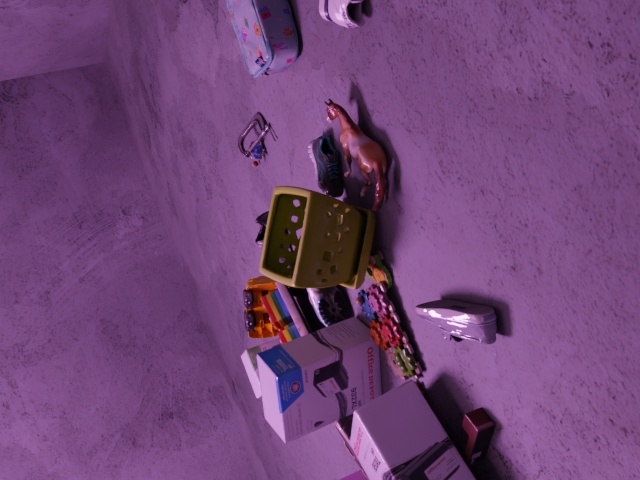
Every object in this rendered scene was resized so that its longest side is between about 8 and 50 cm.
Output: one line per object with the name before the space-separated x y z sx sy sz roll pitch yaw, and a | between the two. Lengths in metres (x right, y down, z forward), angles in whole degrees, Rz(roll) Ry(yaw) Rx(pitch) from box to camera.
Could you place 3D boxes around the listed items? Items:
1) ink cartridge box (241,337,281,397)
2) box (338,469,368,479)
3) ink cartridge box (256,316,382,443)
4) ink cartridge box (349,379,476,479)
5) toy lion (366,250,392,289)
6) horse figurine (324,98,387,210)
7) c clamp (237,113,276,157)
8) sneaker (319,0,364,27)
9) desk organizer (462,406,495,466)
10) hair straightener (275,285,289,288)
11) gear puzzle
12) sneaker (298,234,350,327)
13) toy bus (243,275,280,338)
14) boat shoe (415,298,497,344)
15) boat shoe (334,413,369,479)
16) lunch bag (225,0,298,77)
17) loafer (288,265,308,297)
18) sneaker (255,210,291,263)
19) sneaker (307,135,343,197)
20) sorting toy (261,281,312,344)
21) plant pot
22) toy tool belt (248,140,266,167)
ink cartridge box | -0.132 0.406 2.402 0.154 0.213 0.093 66 153 17
box | 0.049 0.842 2.293 0.117 0.214 0.243 61 155 24
ink cartridge box | 0.003 0.367 1.941 0.129 0.308 0.223 35 137 53
ink cartridge box | 0.232 0.560 1.669 0.394 0.166 0.285 58 164 27
toy lion | 0.139 0.077 1.785 0.096 0.034 0.100 67 158 -6
horse figurine | 0.092 -0.188 1.655 0.174 0.066 0.263 90 155 -48
c clamp | -0.204 -0.313 2.226 0.161 0.022 0.137 -40 56 38
sneaker | 0.056 -0.550 1.475 0.095 0.090 0.235 35 142 37
desk organizer | 0.331 0.422 1.566 0.050 0.047 0.130 54 151 43
hair straightener | -0.108 0.131 2.306 0.047 0.089 0.230 61 155 21
gear puzzle | 0.174 0.274 1.802 0.338 0.044 0.175 67 159 6
sneaker | -0.012 0.115 2.057 0.122 0.110 0.282 158 96 -73
toy bus | -0.200 0.196 2.527 0.211 0.150 0.220 -114 20 -58
boat shoe | 0.271 0.169 1.479 0.227 0.079 0.081 3 105 63
boat shoe | 0.111 0.555 2.056 0.355 0.132 0.130 61 154 29
lunch bag | -0.159 -0.566 1.900 0.224 0.108 0.279 -7 100 67
loafer | -0.068 0.101 2.159 0.223 0.076 0.078 77 -160 -64
sneaker | -0.153 0.014 2.304 0.078 0.106 0.234 24 128 62
sneaker | 0.019 -0.189 1.828 0.166 0.065 0.076 67 153 9
sorting toy | -0.084 0.277 2.235 0.255 0.089 0.257 63 178 20
plant pot | 0.000 0.000 1.760 0.227 0.207 0.228 16 95 63
toy tool belt | -0.197 -0.271 2.267 0.051 0.052 0.083 0 89 63
